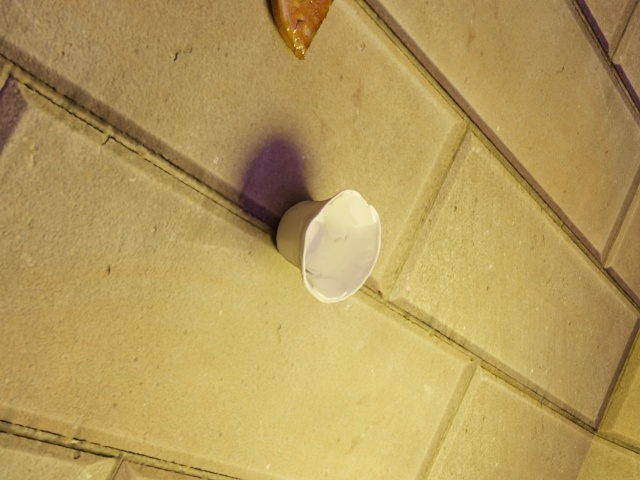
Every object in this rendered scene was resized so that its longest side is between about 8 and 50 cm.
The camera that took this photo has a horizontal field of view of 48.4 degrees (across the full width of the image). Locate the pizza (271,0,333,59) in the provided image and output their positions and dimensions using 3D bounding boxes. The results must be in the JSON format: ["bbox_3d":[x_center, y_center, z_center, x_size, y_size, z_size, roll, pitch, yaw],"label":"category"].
[{"bbox_3d":[-0.029,-0.401,1.178,0.131,0.041,0.178,-39,126,-25],"label":"pizza"}]

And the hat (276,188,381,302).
[{"bbox_3d":[0.000,0.000,1.269,0.203,0.126,0.203,-15,113,-40],"label":"hat"}]
